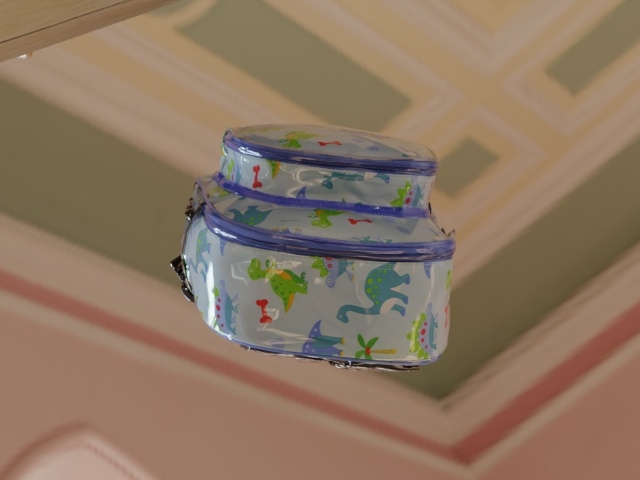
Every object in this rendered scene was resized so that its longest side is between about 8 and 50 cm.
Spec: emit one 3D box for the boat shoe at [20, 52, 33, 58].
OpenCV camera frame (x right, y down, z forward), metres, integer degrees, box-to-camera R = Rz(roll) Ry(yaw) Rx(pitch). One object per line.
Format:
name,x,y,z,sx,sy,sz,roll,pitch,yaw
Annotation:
boat shoe,-0.209,-0.216,0.872,0.096,0.277,0.098,-14,-7,-13

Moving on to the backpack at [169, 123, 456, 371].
backpack,0.000,0.000,0.655,0.105,0.114,0.084,5,-76,-8

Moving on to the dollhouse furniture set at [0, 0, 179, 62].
dollhouse furniture set,-0.129,-0.215,0.379,0.198,0.303,0.286,-26,-25,-39
